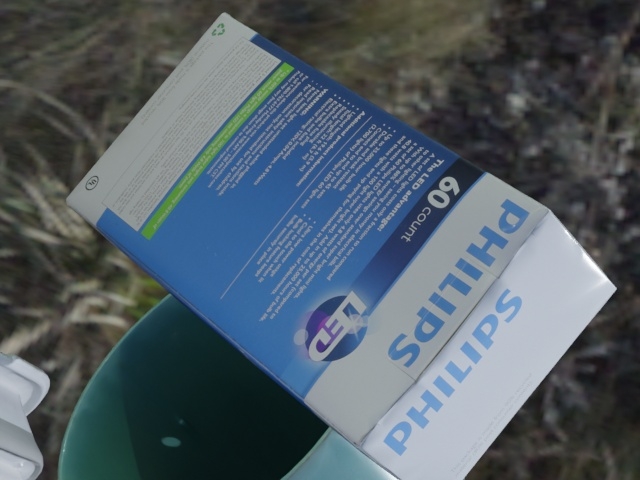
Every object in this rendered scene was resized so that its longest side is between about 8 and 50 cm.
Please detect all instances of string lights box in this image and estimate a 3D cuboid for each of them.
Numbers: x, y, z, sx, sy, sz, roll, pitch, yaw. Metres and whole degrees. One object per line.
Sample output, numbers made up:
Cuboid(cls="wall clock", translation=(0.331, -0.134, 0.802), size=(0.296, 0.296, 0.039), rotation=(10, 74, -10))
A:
Cuboid(cls="string lights box", translation=(0.000, 0.000, 0.860), size=(0.133, 0.259, 0.077), rotation=(-50, 136, -4))

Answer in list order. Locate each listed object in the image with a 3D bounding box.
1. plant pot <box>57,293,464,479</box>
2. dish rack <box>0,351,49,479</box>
Cuboid(cls="plant pot", translation=(-0.022, 0.186, 1.412), size=(0.293, 0.293, 0.235), rotation=(-49, 125, -14))
Cuboid(cls="dish rack", translation=(-0.265, 0.123, 0.726), size=(0.285, 0.333, 0.072), rotation=(-27, 72, 3))
